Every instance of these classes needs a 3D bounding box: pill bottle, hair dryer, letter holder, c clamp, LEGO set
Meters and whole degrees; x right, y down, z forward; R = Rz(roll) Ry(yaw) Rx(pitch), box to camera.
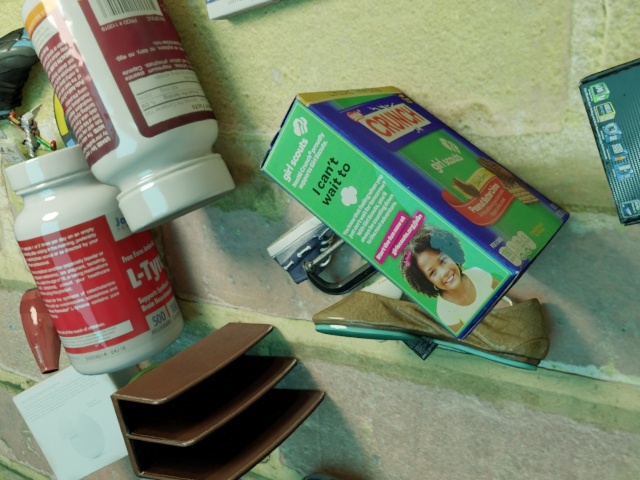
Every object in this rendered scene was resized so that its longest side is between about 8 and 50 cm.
[{"bbox_3d":[-0.305,-0.227,1.081,0.224,0.224,0.392,-21,94,37],"label":"pill bottle"},{"bbox_3d":[-0.555,0.144,1.405,0.224,0.080,0.293,17,87,30],"label":"hair dryer"},{"bbox_3d":[-0.155,0.267,1.114,0.215,0.302,0.151,-5,104,35],"label":"letter holder"},{"bbox_3d":[-0.431,0.028,1.241,0.229,0.229,0.407,-8,107,35],"label":"pill bottle"},{"bbox_3d":[0.032,0.023,1.035,0.137,0.022,0.161,30,124,-24],"label":"c clamp"},{"bbox_3d":[-0.600,-0.193,1.378,0.244,0.060,0.182,7,136,38],"label":"LEGO set"}]

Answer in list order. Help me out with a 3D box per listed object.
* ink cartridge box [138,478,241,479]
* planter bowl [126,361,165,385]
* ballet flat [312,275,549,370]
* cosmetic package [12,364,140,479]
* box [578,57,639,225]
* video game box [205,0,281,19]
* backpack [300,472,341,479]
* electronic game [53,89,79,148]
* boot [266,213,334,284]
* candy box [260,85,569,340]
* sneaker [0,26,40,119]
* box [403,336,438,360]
[{"bbox_3d":[-0.270,0.632,1.476,0.324,0.071,0.330,49,128,9],"label":"ink cartridge box"},{"bbox_3d":[-0.309,0.360,1.314,0.217,0.090,0.217,0,91,-1],"label":"planter bowl"},{"bbox_3d":[0.158,0.101,0.958,0.343,0.116,0.124,6,79,23],"label":"ballet flat"},{"bbox_3d":[-0.501,0.375,1.438,0.224,0.138,0.224,-28,92,8],"label":"cosmetic package"},{"bbox_3d":[0.417,-0.127,0.748,0.184,0.045,0.190,-13,100,39],"label":"box"},{"bbox_3d":[-0.111,-0.454,0.978,0.187,0.048,0.205,-5,105,32],"label":"video game box"},{"bbox_3d":[-0.002,0.611,1.196,0.290,0.273,0.355,13,136,32],"label":"backpack"},{"bbox_3d":[-0.442,-0.241,1.277,0.229,0.048,0.229,12,113,30],"label":"electronic game"},{"bbox_3d":[0.000,0.000,1.069,0.086,0.069,0.190,50,131,-8],"label":"boot"},{"bbox_3d":[0.127,-0.059,0.826,0.317,0.268,0.122,39,121,16],"label":"candy box"},{"bbox_3d":[-0.663,-0.337,1.367,0.341,0.125,0.139,-11,124,36],"label":"sneaker"},{"bbox_3d":[0.163,0.140,1.032,0.067,0.018,0.083,41,125,15],"label":"box"}]
